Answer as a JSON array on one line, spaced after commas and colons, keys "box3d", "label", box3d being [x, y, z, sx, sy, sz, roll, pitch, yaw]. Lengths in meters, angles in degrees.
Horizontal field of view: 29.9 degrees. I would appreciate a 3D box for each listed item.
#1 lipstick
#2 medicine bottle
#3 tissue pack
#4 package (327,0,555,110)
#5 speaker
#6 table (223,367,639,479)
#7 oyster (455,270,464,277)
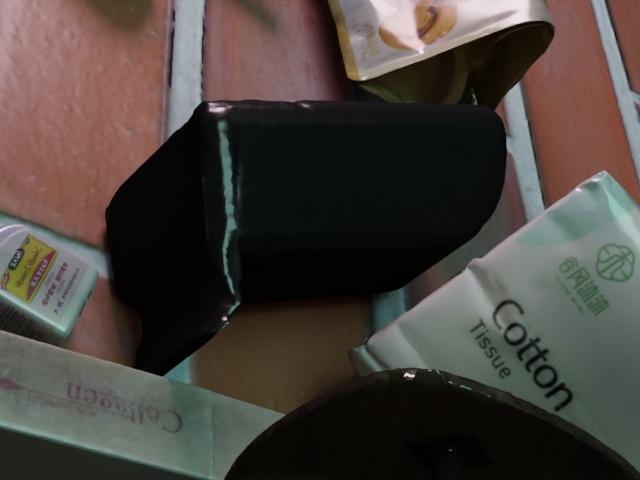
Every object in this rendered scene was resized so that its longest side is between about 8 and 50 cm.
[{"box3d": [-0.149, 0.135, 0.833, 0.371, 0.080, 0.076, 20, 45, -26], "label": "lipstick"}, {"box3d": [-0.230, 0.028, 0.875, 0.118, 0.055, 0.074, 33, 43, -13], "label": "medicine bottle"}, {"box3d": [0.230, 0.165, 0.962, 0.356, 0.266, 0.194, 57, 13, 14], "label": "tissue pack"}, {"box3d": [0.123, -0.273, 1.328, 0.165, 0.221, 0.311, 57, 15, -56], "label": "package"}, {"box3d": [0.000, 0.000, 1.009, 0.388, 0.180, 0.184, -5, 67, -41], "label": "speaker"}, {"box3d": [0.085, 0.274, 0.722, 0.317, 0.317, 0.249, 24, 50, -23], "label": "table"}, {"box3d": [0.177, 0.087, 1.186, 0.122, 0.045, 0.146, 1, 55, -23], "label": "oyster"}]
